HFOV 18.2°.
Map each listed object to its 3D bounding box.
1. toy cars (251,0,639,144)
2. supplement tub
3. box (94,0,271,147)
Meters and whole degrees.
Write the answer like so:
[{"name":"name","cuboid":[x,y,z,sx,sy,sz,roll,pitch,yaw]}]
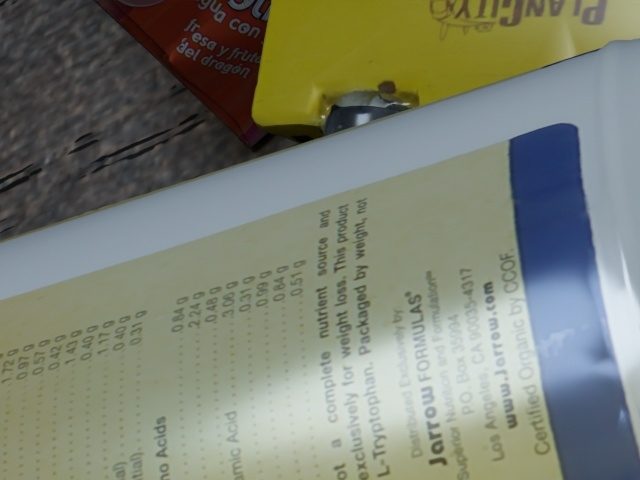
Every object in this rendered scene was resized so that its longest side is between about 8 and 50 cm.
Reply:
[{"name":"toy cars","cuboid":[0.000,0.000,0.687,0.394,0.087,0.176,-39,58,14]},{"name":"supplement tub","cuboid":[-0.015,0.097,0.506,0.316,0.228,0.228,-17,52,17]},{"name":"box","cuboid":[-0.059,-0.178,0.819,0.128,0.122,0.257,-40,46,8]}]
